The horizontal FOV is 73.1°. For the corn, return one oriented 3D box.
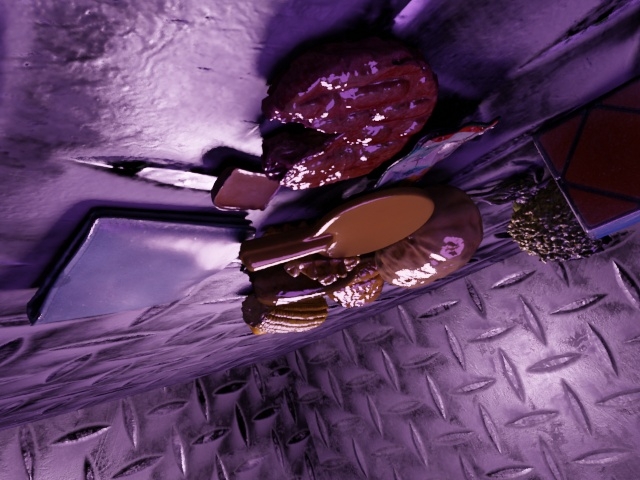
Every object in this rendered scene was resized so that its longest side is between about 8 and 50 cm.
[{"bbox_3d":[-0.094,0.205,1.258,0.131,0.131,0.345,-28,161,24],"label":"corn"}]

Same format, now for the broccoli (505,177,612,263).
[{"bbox_3d":[0.561,-0.086,1.051,0.243,0.273,0.180,-35,129,5],"label":"broccoli"}]

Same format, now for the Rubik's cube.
[{"bbox_3d":[0.542,-0.136,0.782,0.205,0.207,0.205,-31,159,28],"label":"Rubik's cube"}]

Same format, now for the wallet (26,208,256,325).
[{"bbox_3d":[-0.275,0.045,0.668,0.291,0.054,0.252,-35,160,36],"label":"wallet"}]

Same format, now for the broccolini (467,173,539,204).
[{"bbox_3d":[0.402,-0.097,0.987,0.203,0.068,0.091,-16,-177,-10],"label":"broccolini"}]

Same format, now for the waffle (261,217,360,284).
[{"bbox_3d":[0.000,0.000,0.796,0.192,0.161,0.046,-45,177,-37],"label":"waffle"}]

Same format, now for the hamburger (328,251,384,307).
[{"bbox_3d":[0.097,0.105,1.163,0.183,0.129,0.206,-21,161,-7],"label":"hamburger"}]

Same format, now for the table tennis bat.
[{"bbox_3d":[0.030,-0.010,0.687,0.321,0.050,0.198,-14,158,-9],"label":"table tennis bat"}]

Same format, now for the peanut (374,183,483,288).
[{"bbox_3d":[0.211,0.012,0.914,0.192,0.169,0.387,-33,166,-12],"label":"peanut"}]

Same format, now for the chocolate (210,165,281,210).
[{"bbox_3d":[-0.096,-0.071,0.551,0.101,0.031,0.064,-4,139,-53],"label":"chocolate"}]

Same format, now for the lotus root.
[{"bbox_3d":[-0.033,0.059,0.869,0.241,0.123,0.123,-13,172,-23],"label":"lotus root"}]

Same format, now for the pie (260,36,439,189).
[{"bbox_3d":[0.026,-0.130,0.474,0.205,0.053,0.218,-11,159,-29],"label":"pie"}]

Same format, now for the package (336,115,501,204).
[{"bbox_3d":[0.135,-0.106,0.631,0.166,0.040,0.232,-21,175,-33],"label":"package"}]

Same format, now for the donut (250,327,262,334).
[{"bbox_3d":[-0.157,0.263,1.449,0.175,0.074,0.190,-25,163,14],"label":"donut"}]
